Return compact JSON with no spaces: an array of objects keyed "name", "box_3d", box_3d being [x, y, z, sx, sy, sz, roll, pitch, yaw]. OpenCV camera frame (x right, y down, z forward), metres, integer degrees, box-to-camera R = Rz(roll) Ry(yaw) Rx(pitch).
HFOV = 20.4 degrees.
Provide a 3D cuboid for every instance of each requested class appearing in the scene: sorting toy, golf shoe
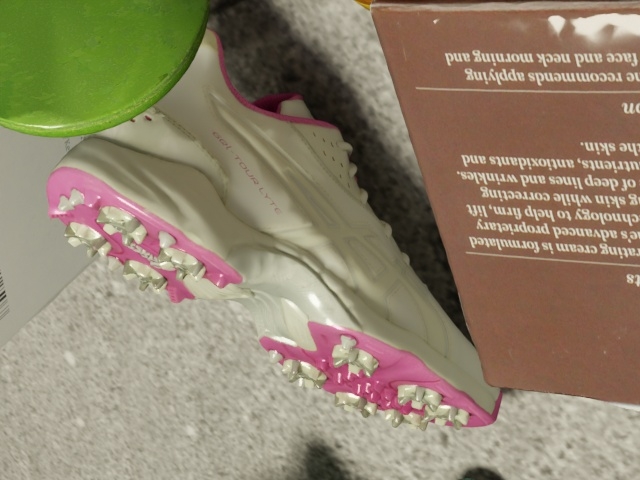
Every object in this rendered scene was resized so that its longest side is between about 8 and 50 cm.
[{"name":"sorting toy","box_3d":[-0.081,-0.091,0.847,0.127,0.365,0.126,60,176,28]},{"name":"golf shoe","box_3d":[0.000,0.000,0.981,0.306,0.140,0.115,35,155,-30]}]

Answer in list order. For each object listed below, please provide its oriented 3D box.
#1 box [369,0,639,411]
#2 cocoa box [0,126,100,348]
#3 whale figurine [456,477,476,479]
[{"name":"box","box_3d":[0.152,-0.055,0.763,0.168,0.167,0.203,5,128,35]},{"name":"cocoa box","box_3d":[-0.263,-0.125,0.977,0.228,0.231,0.347,18,134,26]},{"name":"whale figurine","box_3d":[0.023,0.235,1.176,0.272,0.141,0.216,-32,104,23]}]
